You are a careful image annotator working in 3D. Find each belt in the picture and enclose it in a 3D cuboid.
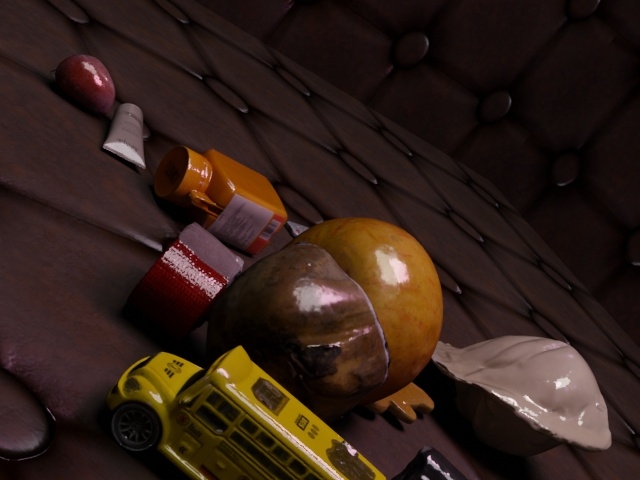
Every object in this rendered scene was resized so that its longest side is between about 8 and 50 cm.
[{"bbox_3d":[-0.185,0.066,1.656,0.124,0.128,0.201,40,20,-3],"label":"belt"}]

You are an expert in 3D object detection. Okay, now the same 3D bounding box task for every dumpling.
[{"bbox_3d":[0.347,0.265,2.150,0.316,0.233,0.395,25,7,-34],"label":"dumpling"}]

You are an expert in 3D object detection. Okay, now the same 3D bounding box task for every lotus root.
[{"bbox_3d":[-0.049,0.151,1.567,0.272,0.272,0.192,43,32,13],"label":"lotus root"}]

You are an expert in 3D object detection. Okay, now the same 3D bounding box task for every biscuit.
[{"bbox_3d":[0.105,0.255,1.960,0.158,0.035,0.240,43,16,21],"label":"biscuit"}]

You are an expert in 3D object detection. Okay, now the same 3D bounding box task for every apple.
[{"bbox_3d":[0.053,0.112,1.789,0.299,0.299,0.275,50,8,33],"label":"apple"}]

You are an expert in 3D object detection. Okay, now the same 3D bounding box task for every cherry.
[{"bbox_3d":[-0.436,-0.300,2.152,0.126,0.087,0.106,32,22,-17],"label":"cherry"}]

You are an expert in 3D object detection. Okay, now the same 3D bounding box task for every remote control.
[{"bbox_3d":[0.000,0.000,2.432,0.184,0.027,0.050,19,24,-41],"label":"remote control"}]

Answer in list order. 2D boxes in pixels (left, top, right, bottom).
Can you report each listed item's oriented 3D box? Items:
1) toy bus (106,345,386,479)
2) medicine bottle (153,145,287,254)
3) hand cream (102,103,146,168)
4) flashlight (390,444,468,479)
[{"bbox_3d":[-0.088,0.240,1.366,0.330,0.152,0.144,40,17,2],"label":"toy bus"},{"bbox_3d":[-0.184,-0.081,2.079,0.222,0.112,0.149,27,21,-37],"label":"medicine bottle"},{"bbox_3d":[-0.358,-0.197,2.128,0.087,0.054,0.186,28,26,-22],"label":"hand cream"},{"bbox_3d":[0.280,0.473,1.678,0.424,0.103,0.103,43,16,2],"label":"flashlight"}]
